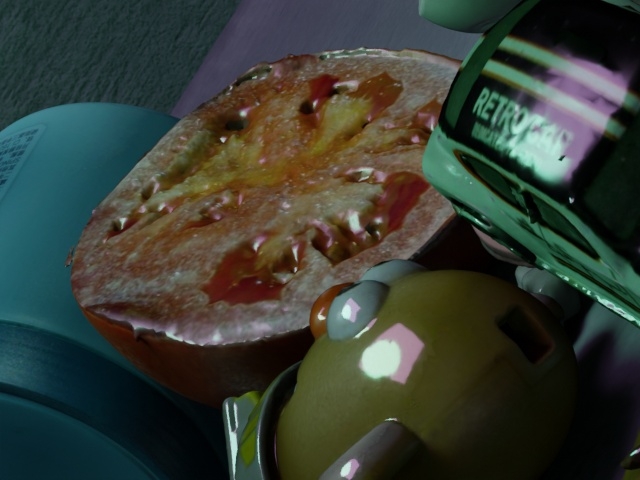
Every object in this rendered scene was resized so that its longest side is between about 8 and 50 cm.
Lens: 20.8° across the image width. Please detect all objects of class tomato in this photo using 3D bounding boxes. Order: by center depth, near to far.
[{"bbox_3d":[0.000,0.007,1.245,0.338,0.143,0.338,-18,35,14],"label":"tomato"}]

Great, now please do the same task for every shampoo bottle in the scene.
[{"bbox_3d":[-0.200,0.107,1.437,0.331,0.331,0.342,-46,17,40],"label":"shampoo bottle"}]

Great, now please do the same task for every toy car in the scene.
[{"bbox_3d":[0.154,-0.036,0.787,0.136,0.125,0.306,-55,39,1],"label":"toy car"}]

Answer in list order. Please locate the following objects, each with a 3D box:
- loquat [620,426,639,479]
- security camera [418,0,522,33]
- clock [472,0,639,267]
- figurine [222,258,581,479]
[{"bbox_3d":[0.175,0.080,0.474,0.213,0.213,0.213,-53,15,20],"label":"loquat"},{"bbox_3d":[0.144,-0.265,1.374,0.194,0.195,0.236,-61,12,-15],"label":"security camera"},{"bbox_3d":[0.186,-0.075,0.976,0.244,0.056,0.244,-32,25,17],"label":"clock"},{"bbox_3d":[0.028,0.116,0.971,0.285,0.167,0.342,-36,24,46],"label":"figurine"}]
